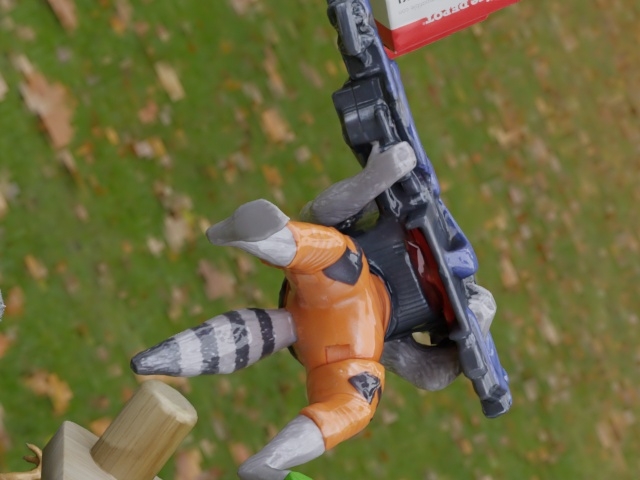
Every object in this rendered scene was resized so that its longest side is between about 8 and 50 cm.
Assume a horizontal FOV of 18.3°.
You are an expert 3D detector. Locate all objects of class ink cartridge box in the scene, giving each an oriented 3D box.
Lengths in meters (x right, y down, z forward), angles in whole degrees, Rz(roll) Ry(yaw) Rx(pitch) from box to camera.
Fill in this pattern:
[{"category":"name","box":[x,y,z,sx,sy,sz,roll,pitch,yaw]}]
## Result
[{"category":"ink cartridge box","box":[0.092,-0.253,1.679,0.078,0.134,0.231,45,-26,50]}]

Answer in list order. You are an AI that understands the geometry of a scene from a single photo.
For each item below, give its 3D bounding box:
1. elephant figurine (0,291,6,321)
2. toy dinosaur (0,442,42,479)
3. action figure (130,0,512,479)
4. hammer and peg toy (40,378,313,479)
[{"category":"elephant figurine","box":[-0.307,0.019,1.429,0.169,0.239,0.186,51,10,1]},{"category":"toy dinosaur","box":[-0.233,0.210,1.536,0.112,0.211,0.064,-32,119,-53]},{"category":"action figure","box":[0.000,0.000,1.429,0.330,0.178,0.341,-28,101,-65]},{"category":"hammer and peg toy","box":[0.013,0.234,0.991,0.361,0.127,0.266,36,8,-13]}]
